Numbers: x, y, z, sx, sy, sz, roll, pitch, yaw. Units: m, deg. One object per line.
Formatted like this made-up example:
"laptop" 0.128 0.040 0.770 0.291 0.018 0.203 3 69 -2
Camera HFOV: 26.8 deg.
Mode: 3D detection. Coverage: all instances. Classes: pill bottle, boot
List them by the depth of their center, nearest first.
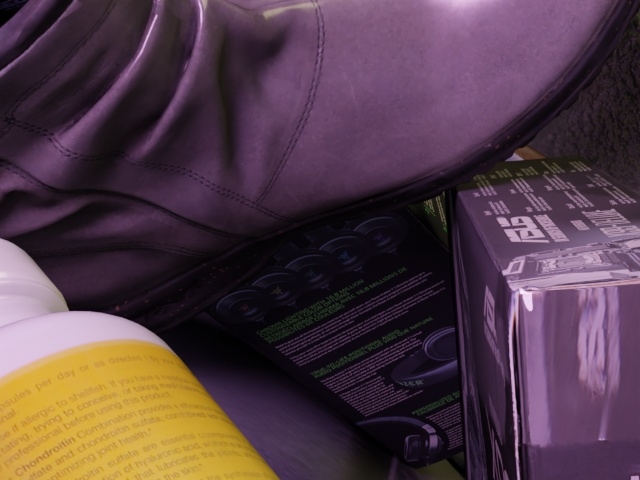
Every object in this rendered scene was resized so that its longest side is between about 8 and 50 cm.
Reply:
"pill bottle" -0.057 0.084 0.337 0.184 0.103 0.103 47 10 29
"boot" -0.035 -0.079 0.528 0.223 0.338 0.118 32 24 -58

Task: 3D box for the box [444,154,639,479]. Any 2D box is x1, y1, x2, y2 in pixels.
"box" 0.104 0.102 0.553 0.307 0.076 0.242 -81 166 -79

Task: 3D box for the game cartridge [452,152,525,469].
"game cartridge" 0.112 0.032 1.013 0.294 0.196 0.060 47 12 31

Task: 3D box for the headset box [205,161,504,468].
"headset box" 0.020 -0.035 0.822 0.283 0.131 0.246 42 27 -46

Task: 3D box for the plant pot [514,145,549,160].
"plant pot" 0.101 -0.029 1.197 0.230 0.215 0.215 37 10 -28
